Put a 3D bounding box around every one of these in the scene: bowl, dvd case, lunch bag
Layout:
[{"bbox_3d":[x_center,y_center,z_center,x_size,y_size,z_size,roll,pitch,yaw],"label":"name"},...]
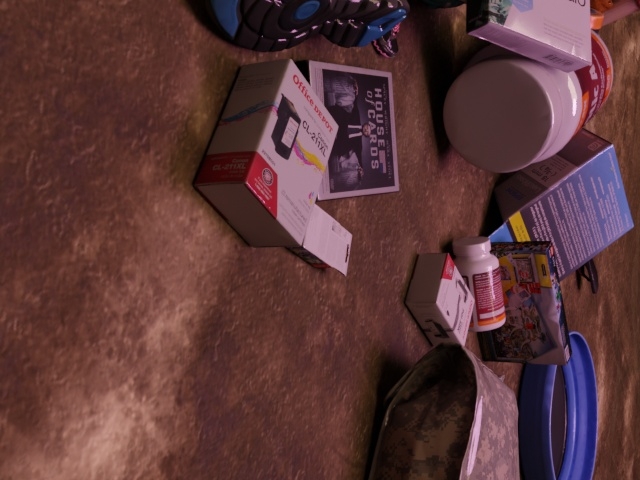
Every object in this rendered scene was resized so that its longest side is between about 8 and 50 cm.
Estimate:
[{"bbox_3d":[0.527,0.394,1.932,0.391,0.077,0.391,7,82,-59],"label":"bowl"},{"bbox_3d":[0.041,-0.148,1.201,0.238,0.029,0.179,-11,98,-58],"label":"dvd case"},{"bbox_3d":[0.196,0.310,1.299,0.235,0.169,0.287,41,59,-51],"label":"lunch bag"}]

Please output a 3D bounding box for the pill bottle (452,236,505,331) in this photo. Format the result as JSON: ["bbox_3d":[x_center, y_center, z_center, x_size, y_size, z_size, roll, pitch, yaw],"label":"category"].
[{"bbox_3d":[0.269,0.074,1.511,0.086,0.086,0.152,-28,112,-56],"label":"pill bottle"}]

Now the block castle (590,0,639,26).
[{"bbox_3d":[0.625,-0.726,1.921,0.303,0.213,0.453,31,44,-53],"label":"block castle"}]

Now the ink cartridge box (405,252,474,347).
[{"bbox_3d":[0.196,0.098,1.416,0.135,0.056,0.099,54,44,-42],"label":"ink cartridge box"}]

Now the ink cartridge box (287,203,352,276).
[{"bbox_3d":[0.000,0.000,1.124,0.115,0.029,0.063,37,57,-53],"label":"ink cartridge box"}]

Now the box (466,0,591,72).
[{"bbox_3d":[0.329,-0.448,1.378,0.232,0.058,0.322,10,74,-34],"label":"box"}]

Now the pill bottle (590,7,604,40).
[{"bbox_3d":[0.498,-0.354,1.793,0.130,0.130,0.246,-37,144,-54],"label":"pill bottle"}]

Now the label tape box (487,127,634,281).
[{"bbox_3d":[0.450,-0.033,1.761,0.333,0.106,0.241,-35,129,-6],"label":"label tape box"}]

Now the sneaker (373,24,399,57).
[{"bbox_3d":[0.102,-0.327,1.286,0.047,0.057,0.119,-52,132,-49],"label":"sneaker"}]

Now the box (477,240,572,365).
[{"bbox_3d":[0.353,0.114,1.577,0.044,0.159,0.233,-44,125,-49],"label":"box"}]

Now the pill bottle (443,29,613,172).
[{"bbox_3d":[0.377,-0.265,1.578,0.392,0.224,0.224,-36,119,-54],"label":"pill bottle"}]

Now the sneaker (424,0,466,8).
[{"bbox_3d":[0.162,-0.404,1.337,0.275,0.110,0.107,5,75,-63],"label":"sneaker"}]

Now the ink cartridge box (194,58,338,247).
[{"bbox_3d":[-0.056,-0.099,0.993,0.127,0.072,0.175,49,49,-45],"label":"ink cartridge box"}]

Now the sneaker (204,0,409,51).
[{"bbox_3d":[-0.031,-0.309,1.040,0.341,0.125,0.140,-13,72,-56],"label":"sneaker"}]

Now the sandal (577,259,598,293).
[{"bbox_3d":[0.667,0.050,2.232,0.067,0.040,0.179,-16,88,-64],"label":"sandal"}]
